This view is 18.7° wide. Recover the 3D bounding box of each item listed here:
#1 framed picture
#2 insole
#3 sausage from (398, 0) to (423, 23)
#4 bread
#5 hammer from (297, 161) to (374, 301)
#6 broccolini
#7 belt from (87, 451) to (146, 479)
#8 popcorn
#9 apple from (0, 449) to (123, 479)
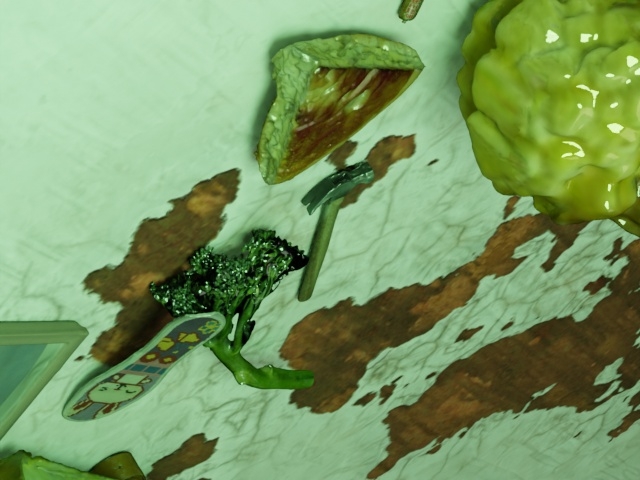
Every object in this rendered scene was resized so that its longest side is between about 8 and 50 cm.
[{"bbox_3d":[-0.335,0.165,1.531,0.289,0.016,0.213,-49,153,24],"label":"framed picture"},{"bbox_3d":[-0.148,0.108,1.629,0.065,0.004,0.197,14,140,-43],"label":"insole"},{"bbox_3d":[0.078,-0.198,1.443,0.015,0.015,0.100,-19,149,-34],"label":"sausage"},{"bbox_3d":[0.019,-0.117,1.461,0.136,0.054,0.154,-23,157,-24],"label":"bread"},{"bbox_3d":[0.000,0.000,1.681,0.062,0.017,0.182,-23,152,-27],"label":"hammer"},{"bbox_3d":[-0.044,0.064,1.680,0.123,0.062,0.271,-24,151,8],"label":"broccolini"},{"bbox_3d":[-0.198,0.234,1.801,0.059,0.036,0.083,3,134,-52],"label":"belt"},{"bbox_3d":[0.235,-0.141,1.517,0.265,0.225,0.332,-14,142,-5],"label":"popcorn"},{"bbox_3d":[-0.212,0.289,1.714,0.346,0.254,0.179,26,74,-58],"label":"apple"}]
